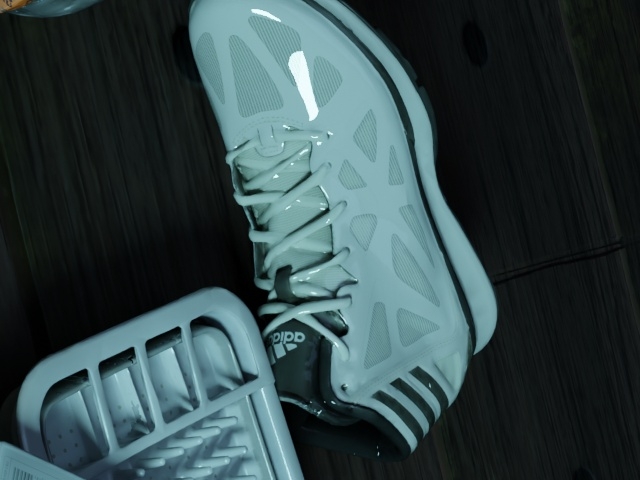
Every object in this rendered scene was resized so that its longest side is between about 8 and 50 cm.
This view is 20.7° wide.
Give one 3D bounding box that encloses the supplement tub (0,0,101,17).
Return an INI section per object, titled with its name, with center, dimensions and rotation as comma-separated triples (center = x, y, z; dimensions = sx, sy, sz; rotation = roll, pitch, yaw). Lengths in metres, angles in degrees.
[supplement tub]
center = -0.167, -0.290, 1.299
dimensions = 0.338, 0.207, 0.207
rotation = -38, 109, -53

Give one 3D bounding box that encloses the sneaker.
[sneaker]
center = 0.001, 0.000, 1.459
dimensions = 0.447, 0.169, 0.257
rotation = 59, 36, -26

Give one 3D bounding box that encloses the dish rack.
[dish rack]
center = -0.113, 0.222, 1.305
dimensions = 0.285, 0.072, 0.333
rotation = -24, 97, -56

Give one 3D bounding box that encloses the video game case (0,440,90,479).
[video game case]
center = -0.163, 0.243, 1.149
dimensions = 0.190, 0.022, 0.173
rotation = 35, 51, -45
